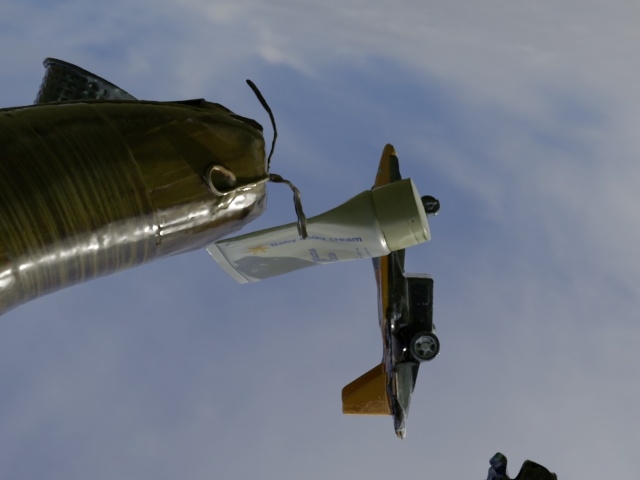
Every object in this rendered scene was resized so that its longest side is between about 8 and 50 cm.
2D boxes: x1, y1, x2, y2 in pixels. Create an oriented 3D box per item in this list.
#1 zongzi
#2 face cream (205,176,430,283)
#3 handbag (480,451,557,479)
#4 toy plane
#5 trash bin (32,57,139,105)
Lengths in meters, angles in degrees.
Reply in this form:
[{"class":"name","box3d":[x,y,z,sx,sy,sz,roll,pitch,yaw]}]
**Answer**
[{"class":"zongzi","box3d":[-0.169,-0.052,0.765,0.248,0.111,0.241,-18,-148,-26]},{"class":"face cream","box3d":[0.000,0.000,1.274,0.224,0.114,0.070,-17,-117,10]},{"class":"handbag","box3d":[0.159,0.257,0.858,0.162,0.260,0.113,12,-129,11]},{"class":"toy plane","box3d":[0.092,0.051,1.377,0.103,0.316,0.204,7,-173,0]},{"class":"trash bin","box3d":[-0.340,-0.144,1.672,0.175,0.161,0.175,26,170,5]}]
